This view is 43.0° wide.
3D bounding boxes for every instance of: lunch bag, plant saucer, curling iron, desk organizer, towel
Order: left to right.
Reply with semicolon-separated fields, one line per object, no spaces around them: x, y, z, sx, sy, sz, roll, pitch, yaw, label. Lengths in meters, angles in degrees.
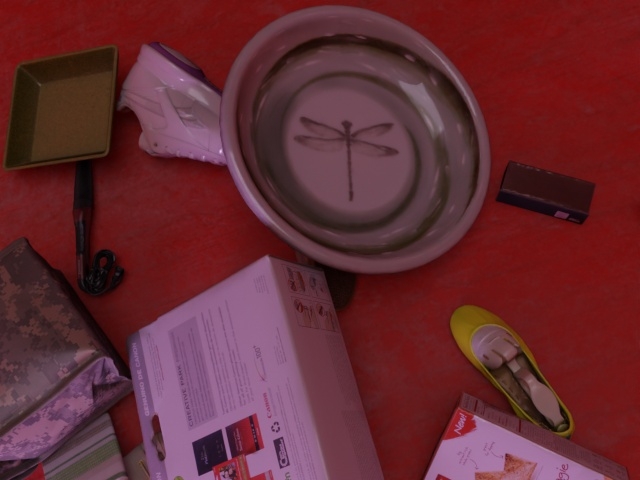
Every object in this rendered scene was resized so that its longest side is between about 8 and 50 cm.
-0.436;0.185;1.102;0.287;0.169;0.235;-38;66;-11;lunch bag
-0.389;-0.196;1.252;0.188;0.045;0.188;-6;71;17;plant saucer
-0.326;0.302;1.116;0.113;0.023;0.152;-30;42;-4;towel
-0.347;-0.043;1.237;0.068;0.035;0.274;-6;69;-19;curling iron
0.046;-0.135;1.155;0.400;0.100;0.401;6;70;-17;plant saucer
0.327;-0.070;1.181;0.130;0.047;0.050;17;75;8;desk organizer

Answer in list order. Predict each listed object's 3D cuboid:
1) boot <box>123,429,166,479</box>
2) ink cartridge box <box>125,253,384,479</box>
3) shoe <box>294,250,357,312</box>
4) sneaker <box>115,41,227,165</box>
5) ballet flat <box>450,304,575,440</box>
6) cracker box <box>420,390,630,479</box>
-0.231;0.382;1.092;0.165;0.077;0.213;-27;68;-4;boot
-0.094;0.218;1.048;0.271;0.130;0.310;-28;65;27;ink cartridge box
0.000;0.000;1.190;0.076;0.058;0.219;-5;77;-29;shoe
-0.179;-0.161;1.230;0.305;0.114;0.152;41;102;12;sneaker
0.265;0.177;1.106;0.077;0.077;0.231;-35;75;-5;ballet flat
0.255;0.318;1.047;0.232;0.067;0.156;24;105;11;cracker box
